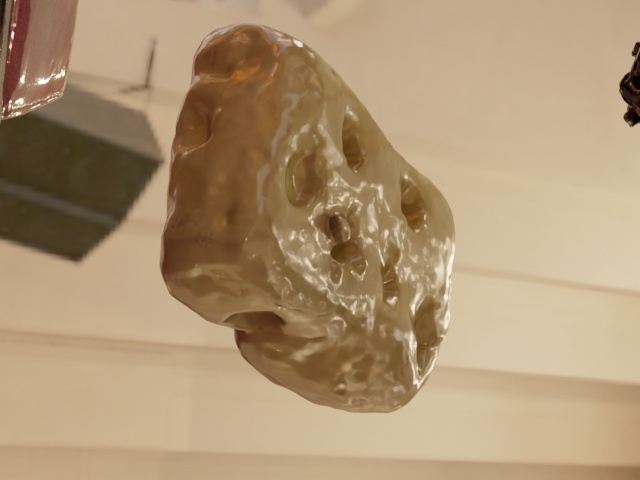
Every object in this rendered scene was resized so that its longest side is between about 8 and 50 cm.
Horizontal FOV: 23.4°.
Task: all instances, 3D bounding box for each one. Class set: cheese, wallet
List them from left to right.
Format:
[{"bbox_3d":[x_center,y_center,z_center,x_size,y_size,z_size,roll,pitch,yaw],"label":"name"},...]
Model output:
[{"bbox_3d":[-0.138,-0.178,0.770,0.119,0.025,0.232,-57,158,-75],"label":"wallet"},{"bbox_3d":[0.002,0.000,0.897,0.093,0.263,0.159,2,-116,29],"label":"cheese"}]

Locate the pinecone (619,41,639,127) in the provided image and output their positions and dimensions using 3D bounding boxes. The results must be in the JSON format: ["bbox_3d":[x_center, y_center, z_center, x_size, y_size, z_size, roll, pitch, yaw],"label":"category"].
[{"bbox_3d":[0.141,-0.042,0.518,0.083,0.077,0.077,36,-67,39],"label":"pinecone"}]
